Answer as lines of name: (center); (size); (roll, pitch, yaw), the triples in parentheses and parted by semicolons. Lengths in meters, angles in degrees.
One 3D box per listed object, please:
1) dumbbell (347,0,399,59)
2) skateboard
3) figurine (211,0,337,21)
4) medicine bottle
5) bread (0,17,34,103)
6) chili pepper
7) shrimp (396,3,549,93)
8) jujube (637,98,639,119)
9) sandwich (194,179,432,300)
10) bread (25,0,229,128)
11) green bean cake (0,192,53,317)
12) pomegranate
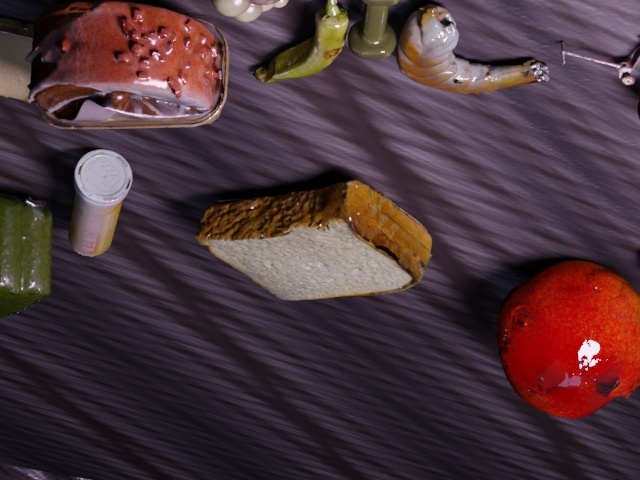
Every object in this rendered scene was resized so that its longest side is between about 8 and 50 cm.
dumbbell: (0.056, -0.230, 1.712); (0.052, 0.046, 0.118); (-5, 153, -7)
skateboard: (0.293, -0.196, 1.747); (0.083, 0.032, 0.064); (10, 146, -8)
figurine: (-0.028, -0.271, 1.607); (0.197, 0.093, 0.147); (-14, 158, 40)
medicine bottle: (-0.294, -0.045, 2.228); (0.074, 0.074, 0.218); (12, 157, -7)
bread: (-0.355, -0.207, 1.941); (0.068, 0.028, 0.153); (12, 155, -8)
chili pepper: (-0.013, -0.201, 1.820); (0.049, 0.043, 0.208); (5, 159, -23)
shrimp: (0.162, -0.193, 1.773); (0.166, 0.049, 0.161); (7, 158, 2)
jujube: (0.397, -0.131, 1.803); (0.129, 0.077, 0.077); (11, 158, -33)
sandwich: (0.000, -0.001, 2.199); (0.251, 0.087, 0.226); (-6, 150, 36)
bread: (-0.210, -0.191, 1.811); (0.224, 0.142, 0.212); (1, 169, 16)
green bean cake: (-0.512, 0.022, 2.292); (0.250, 0.156, 0.247); (7, 163, -33)
pomegranate: (0.340, 0.129, 2.238); (0.210, 0.210, 0.235); (-9, 178, 34)
